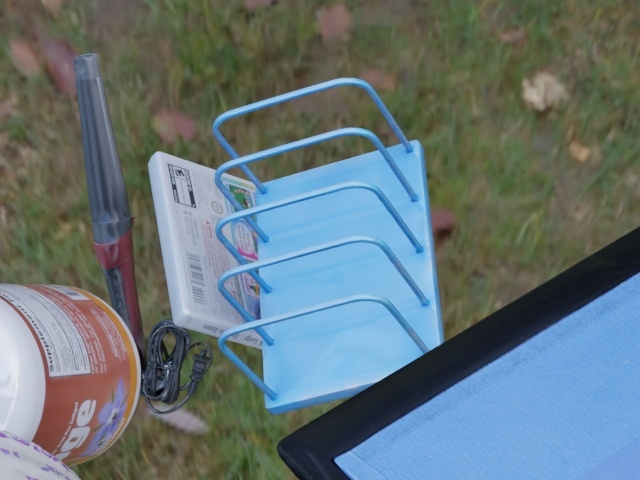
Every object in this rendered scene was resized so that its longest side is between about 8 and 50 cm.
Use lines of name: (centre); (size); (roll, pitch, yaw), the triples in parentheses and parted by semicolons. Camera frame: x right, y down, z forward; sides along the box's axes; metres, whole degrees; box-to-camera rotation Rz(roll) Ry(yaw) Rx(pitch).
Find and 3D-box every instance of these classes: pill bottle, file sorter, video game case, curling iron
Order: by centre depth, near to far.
pill bottle: (-0.203, 0.086, 1.094); (0.121, 0.216, 0.121); (0, 89, 19)
file sorter: (0.000, 0.000, 1.132); (0.118, 0.104, 0.170); (-15, 55, 17)
video game case: (-0.051, 0.015, 1.298); (0.143, 0.019, 0.157); (18, 39, -31)
curling iron: (-0.139, -0.004, 1.341); (0.068, 0.035, 0.274); (-13, 100, 6)

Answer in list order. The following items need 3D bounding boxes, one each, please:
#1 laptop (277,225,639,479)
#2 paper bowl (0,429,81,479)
laptop: (0.149, -0.005, 0.268); (0.234, 0.264, 0.136); (-29, 78, -23)
paper bowl: (-0.178, 0.209, 0.652); (0.284, 0.284, 0.148); (-32, 55, -10)
